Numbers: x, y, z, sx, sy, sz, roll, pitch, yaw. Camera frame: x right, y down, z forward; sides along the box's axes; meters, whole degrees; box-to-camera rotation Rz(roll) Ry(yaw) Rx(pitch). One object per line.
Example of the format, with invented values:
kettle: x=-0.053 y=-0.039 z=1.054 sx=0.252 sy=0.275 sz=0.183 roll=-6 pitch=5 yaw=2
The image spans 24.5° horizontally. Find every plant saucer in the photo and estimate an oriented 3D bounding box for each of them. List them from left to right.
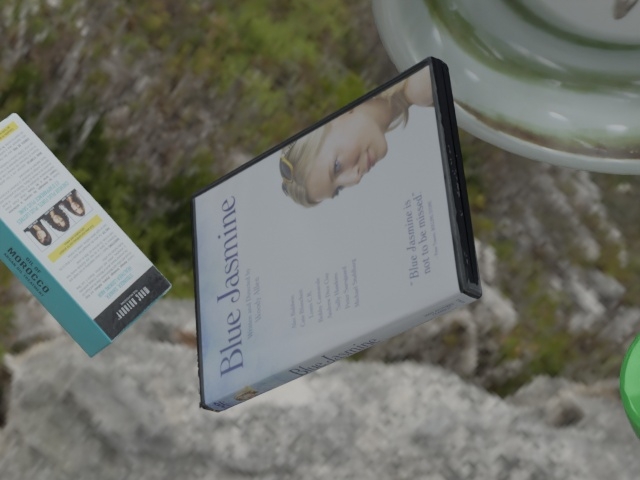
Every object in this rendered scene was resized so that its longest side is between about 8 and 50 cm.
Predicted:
plant saucer: x=0.238 y=-0.200 z=1.061 sx=0.400 sy=0.400 sz=0.100 roll=24 pitch=53 yaw=-24

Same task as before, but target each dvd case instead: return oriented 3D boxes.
dvd case: x=0.000 y=0.000 z=1.040 sx=0.022 sy=0.253 sz=0.180 roll=20 pitch=54 yaw=-42

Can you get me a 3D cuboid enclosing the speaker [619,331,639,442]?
speaker: x=0.334 y=0.159 z=1.122 sx=0.296 sy=0.131 sz=0.131 roll=41 pitch=22 yaw=-46

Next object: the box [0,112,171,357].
box: x=-0.276 y=-0.005 z=1.517 sx=0.244 sy=0.060 sz=0.100 roll=49 pitch=53 yaw=-5
